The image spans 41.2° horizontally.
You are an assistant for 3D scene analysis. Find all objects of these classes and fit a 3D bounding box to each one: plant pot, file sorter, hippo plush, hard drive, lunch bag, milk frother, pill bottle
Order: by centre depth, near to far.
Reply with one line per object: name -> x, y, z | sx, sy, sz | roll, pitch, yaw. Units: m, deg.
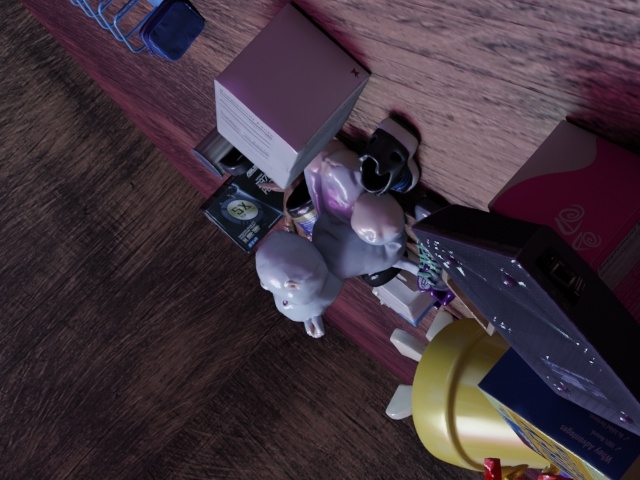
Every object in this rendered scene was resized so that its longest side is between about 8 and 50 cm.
hard drive -> 0.203, 0.069, 0.738 | 0.254, 0.054, 0.172 | 46, 169, -24
hippo plush -> 0.000, 0.000, 1.334 | 0.234, 0.237, 0.294 | 52, 179, 29
lunch bag -> -0.242, -0.336, 1.363 | 0.067, 0.098, 0.065 | 42, 176, -35
plant pot -> 0.319, 0.267, 1.395 | 0.239, 0.254, 0.254 | 6, 145, 52
file sorter -> -0.343, -0.413, 1.422 | 0.170, 0.104, 0.118 | 39, 172, 19
pill bottle -> 0.052, -0.022, 1.507 | 0.219, 0.123, 0.123 | 46, 171, -21
milk frother -> -0.179, -0.206, 1.603 | 0.143, 0.134, 0.129 | 48, 169, -33

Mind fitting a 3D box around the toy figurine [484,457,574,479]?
toy figurine -> 0.390, 0.213, 1.142 | 0.363, 0.217, 0.191 | 0, 170, -21

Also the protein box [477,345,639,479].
protein box -> 0.319, 0.156, 0.897 | 0.136, 0.201, 0.200 | 48, 170, -36

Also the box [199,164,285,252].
box -> -0.169, -0.086, 2.009 | 0.147, 0.180, 0.077 | 46, 172, -19

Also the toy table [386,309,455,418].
toy table -> 0.257, 0.271, 1.723 | 0.161, 0.252, 0.274 | 14, 143, 39

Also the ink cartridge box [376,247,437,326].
ink cartridge box -> 0.168, 0.085, 1.627 | 0.092, 0.090, 0.143 | 39, 170, 23

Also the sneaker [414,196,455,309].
sneaker -> 0.176, 0.028, 1.267 | 0.083, 0.098, 0.223 | 35, 169, 40

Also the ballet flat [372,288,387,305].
ballet flat -> 0.137, 0.079, 1.789 | 0.091, 0.077, 0.241 | 38, 170, 31

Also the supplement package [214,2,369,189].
supplement package -> -0.044, -0.178, 1.110 | 0.134, 0.139, 0.244 | 42, 171, 0

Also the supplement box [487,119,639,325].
supplement box -> 0.251, 0.010, 0.789 | 0.111, 0.114, 0.220 | 36, 168, 37

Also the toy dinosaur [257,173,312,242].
toy dinosaur -> -0.021, -0.062, 1.688 | 0.295, 0.127, 0.200 | 52, 169, 28

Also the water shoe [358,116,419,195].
water shoe -> 0.081, -0.097, 1.133 | 0.073, 0.080, 0.203 | 40, 172, 16

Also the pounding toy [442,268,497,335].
pounding toy -> 0.252, 0.064, 1.182 | 0.141, 0.100, 0.130 | 51, 174, 18
